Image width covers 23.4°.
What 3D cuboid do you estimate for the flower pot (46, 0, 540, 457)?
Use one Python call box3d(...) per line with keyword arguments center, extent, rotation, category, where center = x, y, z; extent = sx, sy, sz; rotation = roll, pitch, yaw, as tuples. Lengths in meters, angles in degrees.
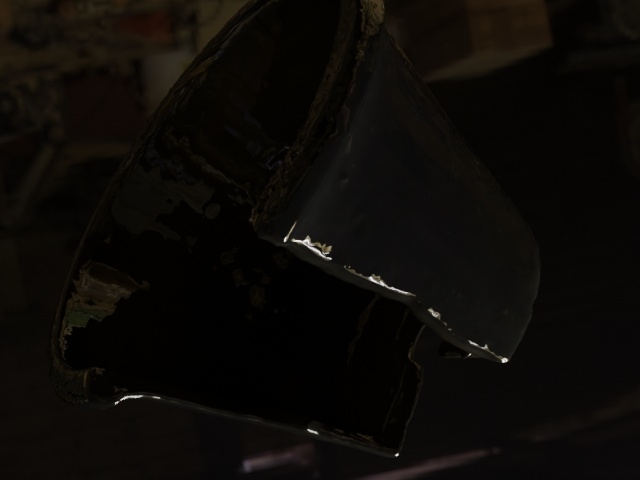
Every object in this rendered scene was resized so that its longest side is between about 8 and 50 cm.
box3d(center=(0.000, 0.000, 1.148), extent=(0.251, 0.379, 0.379), rotation=(31, 162, -22), category="flower pot")
